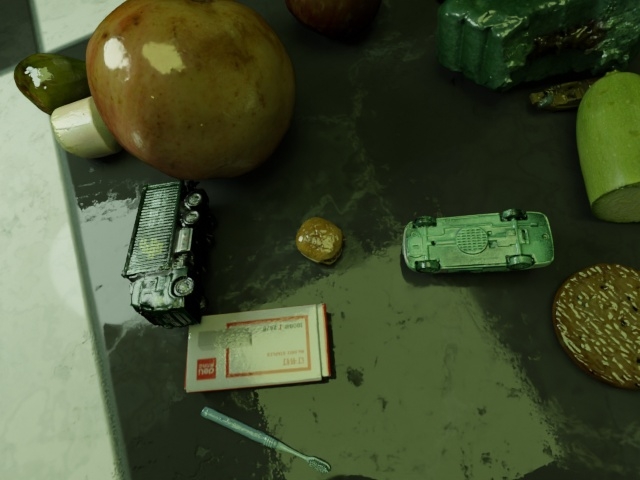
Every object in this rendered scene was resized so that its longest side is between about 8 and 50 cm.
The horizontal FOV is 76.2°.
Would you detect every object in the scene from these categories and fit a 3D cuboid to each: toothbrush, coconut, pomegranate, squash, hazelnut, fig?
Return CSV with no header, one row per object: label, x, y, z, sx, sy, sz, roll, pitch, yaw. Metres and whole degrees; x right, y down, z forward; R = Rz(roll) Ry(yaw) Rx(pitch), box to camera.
toothbrush,-0.087,0.304,0.623,0.219,0.019,0.016,19,78,14
coconut,-0.461,-0.229,0.832,0.122,0.116,0.116,-15,68,0
pomegranate,-0.213,-0.243,0.710,0.337,0.338,0.339,-3,69,7
squash,0.497,-0.166,0.666,0.132,0.132,0.247,2,68,8
hazelnut,0.021,-0.536,0.832,0.218,0.218,0.234,-37,71,-7
fig,-0.562,-0.364,0.891,0.132,0.127,0.185,32,80,31

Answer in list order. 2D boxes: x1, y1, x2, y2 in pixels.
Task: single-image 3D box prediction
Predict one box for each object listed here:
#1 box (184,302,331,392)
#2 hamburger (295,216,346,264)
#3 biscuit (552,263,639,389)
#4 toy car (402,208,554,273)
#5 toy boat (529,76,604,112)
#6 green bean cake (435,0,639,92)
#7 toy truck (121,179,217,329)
box,-0.098,0.173,0.658,0.229,0.050,0.123,-6,68,6
hamburger,0.000,0.000,0.715,0.083,0.044,0.076,19,72,17
biscuit,0.449,0.126,0.614,0.187,0.027,0.188,-2,68,5
toy car,0.248,0.008,0.661,0.224,0.076,0.090,-4,70,15
toy boat,0.461,-0.270,0.752,0.149,0.049,0.047,-9,69,5
green bean cake,0.406,-0.394,0.730,0.308,0.169,0.300,-42,60,-12
toy truck,-0.251,0.018,0.696,0.121,0.088,0.259,-8,56,4
